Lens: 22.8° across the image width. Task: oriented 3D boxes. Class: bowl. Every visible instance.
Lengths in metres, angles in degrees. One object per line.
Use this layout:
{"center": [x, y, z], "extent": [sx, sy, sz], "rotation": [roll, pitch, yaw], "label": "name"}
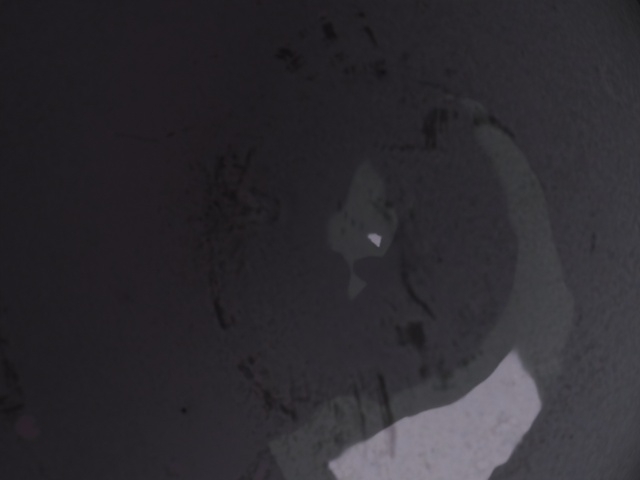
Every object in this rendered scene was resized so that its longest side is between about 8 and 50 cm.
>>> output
{"center": [0.000, 0.000, 0.634], "extent": [0.196, 0.435, 0.434], "rotation": [0, -58, -54], "label": "bowl"}
